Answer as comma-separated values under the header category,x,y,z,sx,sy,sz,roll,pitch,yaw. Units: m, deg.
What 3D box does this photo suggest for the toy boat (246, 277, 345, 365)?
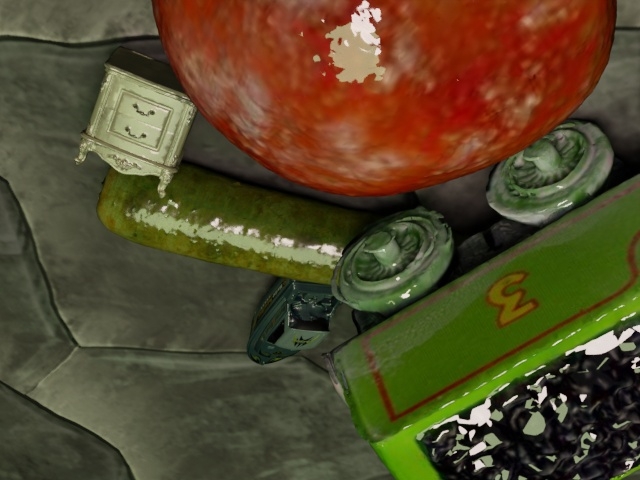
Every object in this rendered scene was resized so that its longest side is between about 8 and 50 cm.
category,x,y,z,sx,sy,sz,roll,pitch,yaw
toy boat,-0.026,0.068,1.501,0.055,0.060,0.141,6,147,-23

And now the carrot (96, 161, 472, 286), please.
category,x,y,z,sx,sy,sz,roll,pitch,yaw
carrot,0.000,0.000,1.413,0.358,0.074,0.074,13,137,2

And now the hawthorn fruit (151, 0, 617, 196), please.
category,x,y,z,sx,sy,sz,roll,pitch,yaw
hawthorn fruit,0.034,-0.161,1.113,0.284,0.284,0.284,9,136,9

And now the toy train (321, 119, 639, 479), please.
category,x,y,z,sx,sy,sz,roll,pitch,yaw
toy train,0.152,0.060,1.261,0.307,0.249,0.173,-30,120,6

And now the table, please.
category,x,y,z,sx,sy,sz,roll,pitch,yaw
table,-0.134,-0.089,1.346,0.079,0.062,0.083,22,109,-3
